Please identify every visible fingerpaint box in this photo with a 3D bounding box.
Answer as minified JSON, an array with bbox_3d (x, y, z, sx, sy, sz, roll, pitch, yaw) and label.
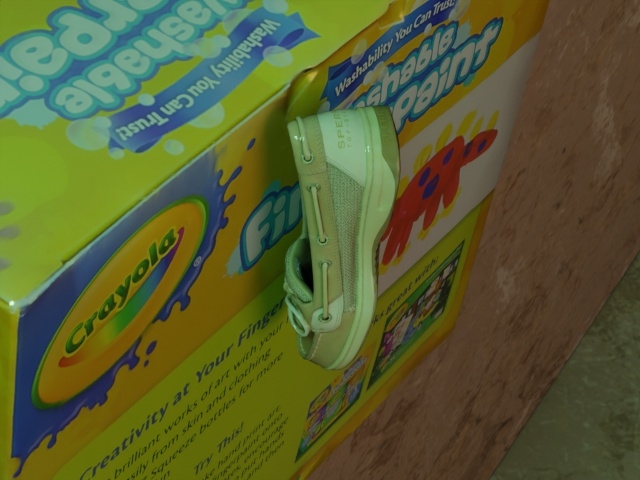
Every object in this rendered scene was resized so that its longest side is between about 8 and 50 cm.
[{"bbox_3d":[-0.074,0.001,0.980,0.445,0.163,0.371,-42,155,-39],"label":"fingerpaint box"}]

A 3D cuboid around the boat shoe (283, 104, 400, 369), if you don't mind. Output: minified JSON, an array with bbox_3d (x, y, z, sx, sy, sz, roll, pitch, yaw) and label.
[{"bbox_3d":[0.000,0.001,0.851,0.153,0.048,0.056,103,-19,-50],"label":"boat shoe"}]
